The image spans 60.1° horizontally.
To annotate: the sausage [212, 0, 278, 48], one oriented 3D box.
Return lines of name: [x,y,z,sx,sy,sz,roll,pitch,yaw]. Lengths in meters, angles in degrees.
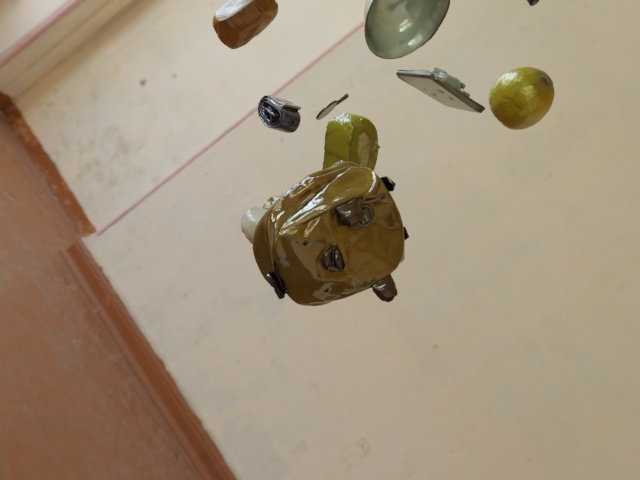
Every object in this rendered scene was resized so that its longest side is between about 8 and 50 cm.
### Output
sausage: [-0.247,-0.751,1.850,0.120,0.241,0.136,55,6,33]

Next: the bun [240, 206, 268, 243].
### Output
bun: [-0.215,-0.039,2.026,0.173,0.120,0.173,23,22,-10]

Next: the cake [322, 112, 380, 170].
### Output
cake: [0.114,-0.339,2.056,0.156,0.260,0.179,23,26,34]

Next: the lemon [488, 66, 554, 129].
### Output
lemon: [0.812,-0.578,2.207,0.240,0.240,0.219,52,-39,2]

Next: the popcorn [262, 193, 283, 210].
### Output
popcorn: [-0.154,-0.115,2.423,0.192,0.266,0.233,55,-14,-29]

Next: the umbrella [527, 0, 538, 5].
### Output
umbrella: [0.759,-0.978,2.074,0.071,0.080,0.224,-50,-128,57]

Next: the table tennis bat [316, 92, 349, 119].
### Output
table tennis bat: [0.079,-0.506,2.247,0.119,0.170,0.107,50,-13,2]

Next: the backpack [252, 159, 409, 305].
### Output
backpack: [0.031,0.005,1.344,0.201,0.378,0.353,36,-24,60]

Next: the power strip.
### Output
power strip: [0.328,-0.420,1.487,0.198,0.064,0.213,23,11,-24]

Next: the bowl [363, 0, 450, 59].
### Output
bowl: [0.240,-0.741,1.729,0.146,0.313,0.313,60,6,32]

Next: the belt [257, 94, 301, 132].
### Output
belt: [-0.191,-0.561,2.433,0.126,0.139,0.230,10,24,-40]
